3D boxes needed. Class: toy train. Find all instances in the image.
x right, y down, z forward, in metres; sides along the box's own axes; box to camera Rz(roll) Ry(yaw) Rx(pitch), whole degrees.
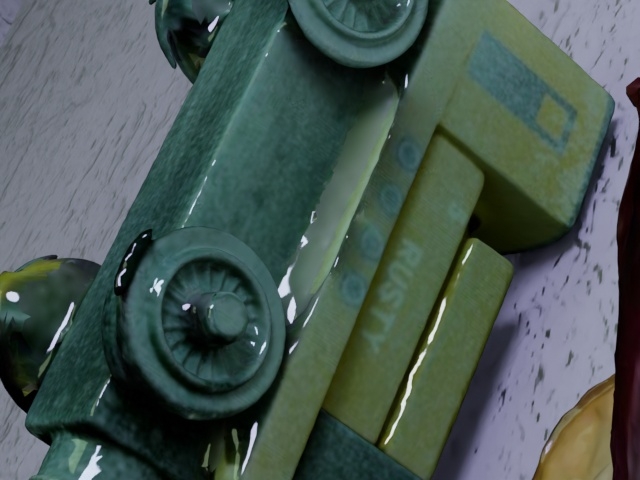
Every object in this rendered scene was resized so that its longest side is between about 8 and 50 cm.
[{"bbox_3d":[0.000,0.000,0.905,0.160,0.253,0.397,-14,46,52],"label":"toy train"}]

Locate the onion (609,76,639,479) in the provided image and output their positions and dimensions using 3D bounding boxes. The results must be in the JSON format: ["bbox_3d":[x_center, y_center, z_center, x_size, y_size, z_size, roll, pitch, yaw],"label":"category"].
[{"bbox_3d":[0.224,-0.004,0.404,0.336,0.282,0.260,-53,-1,36],"label":"onion"}]

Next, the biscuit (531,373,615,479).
[{"bbox_3d":[0.129,0.147,0.715,0.203,0.041,0.260,-5,55,60],"label":"biscuit"}]
